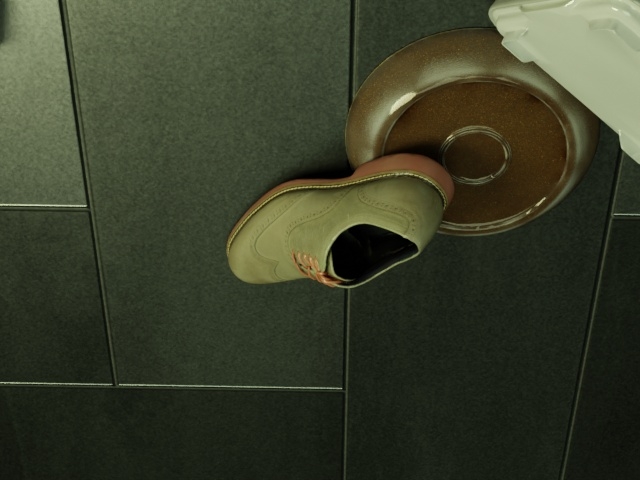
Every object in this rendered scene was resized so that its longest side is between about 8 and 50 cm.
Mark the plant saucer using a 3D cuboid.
[{"bbox_3d":[0.185,-0.113,1.643,0.310,0.050,0.311,0,132,0],"label":"plant saucer"}]

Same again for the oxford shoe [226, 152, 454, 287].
[{"bbox_3d":[0.000,0.000,1.659,0.348,0.130,0.123,-23,124,41],"label":"oxford shoe"}]

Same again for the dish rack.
[{"bbox_3d":[0.344,-0.174,1.451,0.333,0.285,0.072,36,79,-23],"label":"dish rack"}]
